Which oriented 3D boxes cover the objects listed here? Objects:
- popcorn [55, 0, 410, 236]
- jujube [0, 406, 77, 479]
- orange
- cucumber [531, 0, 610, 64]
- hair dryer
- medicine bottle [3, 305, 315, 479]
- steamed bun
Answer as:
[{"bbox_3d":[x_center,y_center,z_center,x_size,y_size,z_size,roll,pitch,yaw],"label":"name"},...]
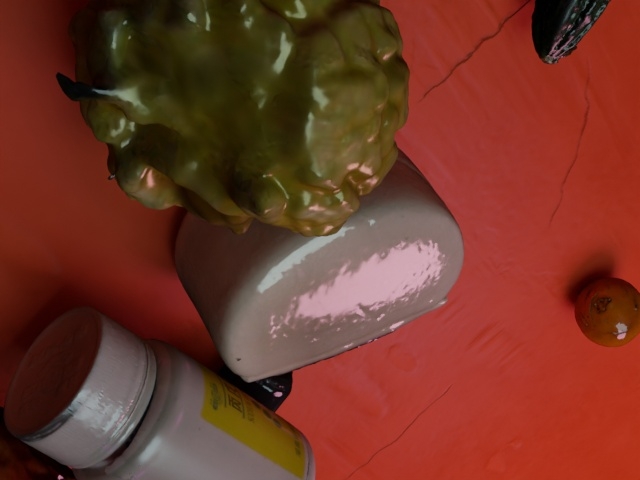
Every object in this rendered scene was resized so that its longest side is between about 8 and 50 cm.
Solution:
[{"bbox_3d":[-0.061,-0.108,0.818,0.225,0.249,0.249,-25,145,-59],"label":"popcorn"},{"bbox_3d":[-0.307,0.228,0.997,0.190,0.190,0.255,-47,143,10],"label":"jujube"},{"bbox_3d":[0.337,0.084,1.362,0.083,0.083,0.084,-18,133,-20],"label":"orange"},{"bbox_3d":[0.251,-0.279,1.009,0.077,0.077,0.265,2,126,-35],"label":"cucumber"},{"bbox_3d":[-0.146,0.127,1.106,0.248,0.070,0.114,28,108,-35],"label":"hair dryer"},{"bbox_3d":[-0.135,0.172,1.012,0.143,0.143,0.258,-47,124,9],"label":"medicine bottle"},{"bbox_3d":[0.000,0.000,1.019,0.241,0.146,0.164,-20,137,-17],"label":"steamed bun"}]
